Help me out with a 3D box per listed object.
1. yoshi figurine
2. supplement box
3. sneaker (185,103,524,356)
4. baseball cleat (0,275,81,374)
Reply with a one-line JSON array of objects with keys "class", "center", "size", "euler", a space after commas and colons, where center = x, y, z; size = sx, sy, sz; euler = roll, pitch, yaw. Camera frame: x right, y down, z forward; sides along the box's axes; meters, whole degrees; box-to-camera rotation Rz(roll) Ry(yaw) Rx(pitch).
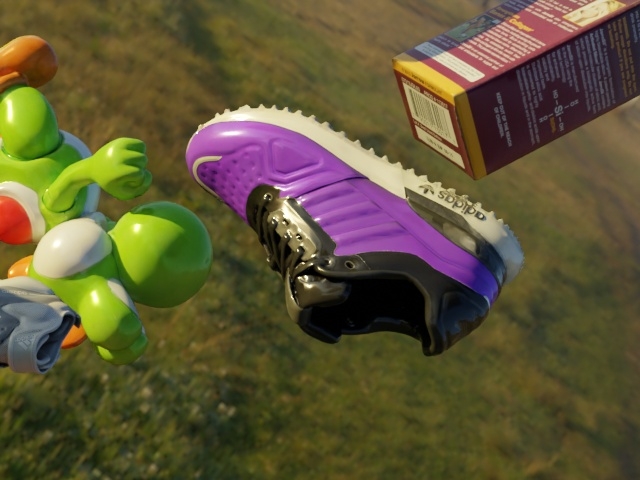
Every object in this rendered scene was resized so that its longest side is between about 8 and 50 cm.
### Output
[{"class": "yoshi figurine", "center": [-0.233, -0.042, 1.356], "size": [0.203, 0.203, 0.362], "euler": [14, 39, -56]}, {"class": "supplement box", "center": [0.167, -0.136, 1.028], "size": [0.104, 0.188, 0.080], "euler": [44, -22, 55]}, {"class": "sneaker", "center": [0.000, 0.000, 1.019], "size": [0.293, 0.146, 0.102], "euler": [24, -34, 18]}, {"class": "baseball cleat", "center": [-0.295, 0.085, 1.081], "size": [0.109, 0.072, 0.206], "euler": [27, 38, 36]}]
